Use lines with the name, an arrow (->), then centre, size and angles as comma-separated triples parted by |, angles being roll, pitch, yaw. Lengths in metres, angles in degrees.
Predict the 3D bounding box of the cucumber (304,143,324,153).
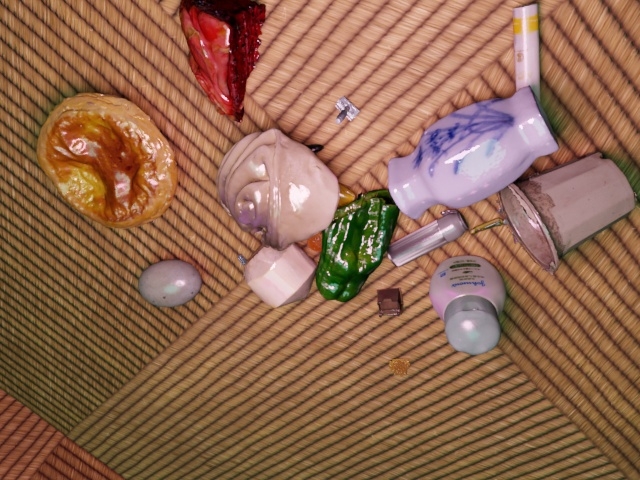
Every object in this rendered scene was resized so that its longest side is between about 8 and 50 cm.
cucumber -> -0.080, -0.261, 1.397 | 0.184, 0.033, 0.036 | -15, 93, 17

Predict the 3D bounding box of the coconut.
coconut -> -0.124, 0.107, 1.491 | 0.241, 0.241, 0.241 | 5, 118, 10

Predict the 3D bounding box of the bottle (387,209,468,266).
bottle -> 0.323, -0.009, 1.421 | 0.254, 0.079, 0.096 | -29, 70, 26

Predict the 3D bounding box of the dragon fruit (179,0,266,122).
dragon fruit -> -0.300, -0.464, 1.217 | 0.228, 0.286, 0.329 | 16, 128, -1

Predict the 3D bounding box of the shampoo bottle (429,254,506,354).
shampoo bottle -> 0.429, 0.186, 1.341 | 0.222, 0.349, 0.151 | -2, 118, 14

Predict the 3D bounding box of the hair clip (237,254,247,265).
hair clip -> -0.198, 0.126, 1.626 | 0.229, 0.039, 0.070 | 31, 121, -3

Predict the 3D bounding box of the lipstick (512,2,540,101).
lipstick -> 0.515, -0.442, 1.155 | 0.059, 0.059, 0.264 | -7, 115, 16

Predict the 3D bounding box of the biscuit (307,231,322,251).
biscuit -> 0.000, 0.000, 1.528 | 0.091, 0.015, 0.078 | -4, 115, 14

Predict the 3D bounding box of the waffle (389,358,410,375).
waffle -> 0.293, 0.471, 1.715 | 0.078, 0.016, 0.085 | 5, 118, 14

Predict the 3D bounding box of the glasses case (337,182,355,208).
glasses case -> -0.005, -0.166, 1.409 | 0.234, 0.064, 0.079 | 29, 142, -1

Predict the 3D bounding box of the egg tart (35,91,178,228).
egg tart -> -0.638, -0.249, 1.444 | 0.443, 0.178, 0.443 | 4, 118, 8

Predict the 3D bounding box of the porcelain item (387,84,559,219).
porcelain item -> 0.376, -0.218, 1.197 | 0.405, 0.242, 0.178 | -28, 128, 33

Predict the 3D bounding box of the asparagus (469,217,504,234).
asparagus -> 0.498, -0.041, 1.391 | 0.108, 0.025, 0.021 | -23, 132, 21

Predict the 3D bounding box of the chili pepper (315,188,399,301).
chili pepper -> 0.108, 0.025, 1.401 | 0.213, 0.167, 0.385 | 1, 124, -34

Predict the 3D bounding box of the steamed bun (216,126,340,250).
steamed bun -> -0.142, -0.116, 1.304 | 0.352, 0.247, 0.339 | 39, 147, 1

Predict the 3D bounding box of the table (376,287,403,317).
table -> 0.231, 0.212, 1.551 | 0.083, 0.082, 0.070 | -6, 115, 16

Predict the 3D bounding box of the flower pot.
flower pot -> 0.635, -0.093, 1.214 | 0.259, 0.290, 0.290 | -30, 108, 8

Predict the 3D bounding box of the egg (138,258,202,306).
egg -> -0.530, 0.151, 1.636 | 0.236, 0.169, 0.169 | -4, 117, 14

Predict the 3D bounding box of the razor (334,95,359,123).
razor -> 0.062, -0.344, 1.261 | 0.068, 0.135, 0.040 | 39, 122, -9
